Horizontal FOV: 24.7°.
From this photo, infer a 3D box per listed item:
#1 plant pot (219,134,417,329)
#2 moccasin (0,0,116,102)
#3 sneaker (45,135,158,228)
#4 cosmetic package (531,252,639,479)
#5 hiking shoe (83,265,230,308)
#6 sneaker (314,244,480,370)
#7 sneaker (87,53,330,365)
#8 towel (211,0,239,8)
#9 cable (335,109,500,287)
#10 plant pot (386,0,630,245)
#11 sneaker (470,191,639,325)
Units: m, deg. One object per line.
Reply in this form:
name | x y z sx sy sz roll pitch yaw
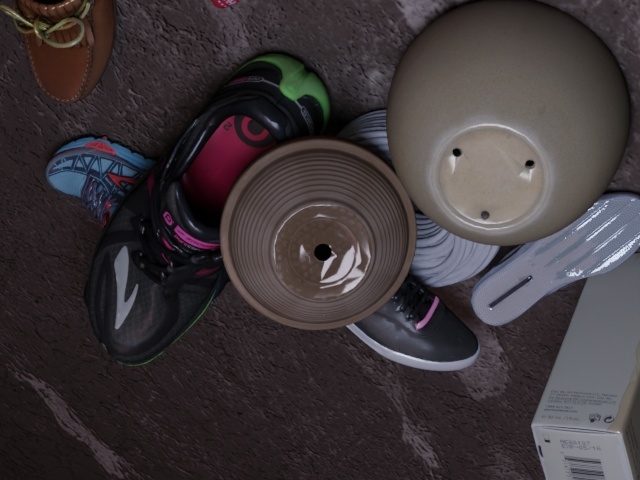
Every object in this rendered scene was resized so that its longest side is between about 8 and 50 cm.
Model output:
plant pot | 0.000 0.000 1.714 0.237 0.110 0.237 -1 103 -4
moccasin | -0.330 -0.321 1.822 0.139 0.147 0.380 23 138 8
sneaker | -0.283 -0.064 2.058 0.262 0.125 0.104 14 135 17
cosmetic package | 0.363 0.171 1.782 0.113 0.309 0.160 2 132 29
hiking shoe | -0.261 0.072 2.169 0.304 0.132 0.113 -19 119 40
sneaker | 0.085 0.051 1.840 0.296 0.104 0.147 32 142 4
sneaker | -0.174 -0.031 1.873 0.185 0.202 0.482 34 114 1
towel | -0.087 -0.392 1.705 0.275 0.031 0.199 -20 120 43
cable | 0.116 -0.049 1.876 0.257 0.089 0.257 -5 126 32
plant pot | 0.200 -0.107 1.634 0.284 0.191 0.284 5 116 11
sneaker | 0.299 0.011 1.834 0.258 0.091 0.094 -31 99 22
